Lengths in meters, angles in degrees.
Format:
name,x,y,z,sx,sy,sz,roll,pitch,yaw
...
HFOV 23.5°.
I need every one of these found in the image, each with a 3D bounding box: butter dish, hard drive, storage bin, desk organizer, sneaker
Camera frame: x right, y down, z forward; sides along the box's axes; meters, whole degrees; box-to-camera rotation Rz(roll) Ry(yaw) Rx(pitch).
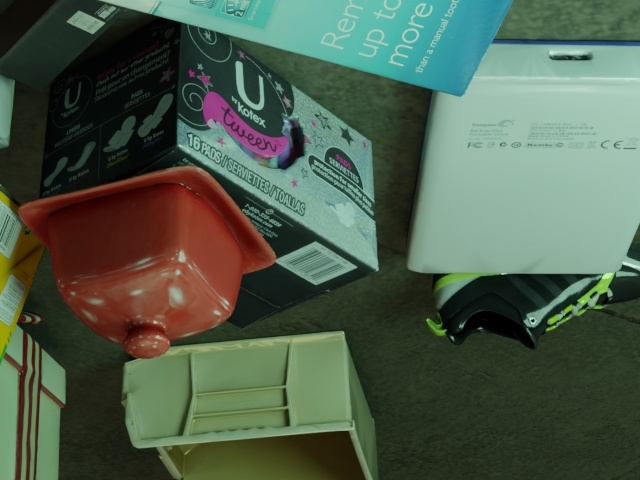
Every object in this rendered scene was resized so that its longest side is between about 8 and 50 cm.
name,x,y,z,sx,sy,sz,roll,pitch,yaw
butter dish,-0.130,0.033,1.165,0.160,0.118,0.160,-12,148,17
hard drive,0.193,-0.065,1.366,0.210,0.040,0.319,0,150,-2
storage bin,-0.073,0.224,1.775,0.260,0.123,0.262,-6,150,8
desk organizer,-0.197,-0.171,1.159,0.047,0.050,0.130,21,143,-33
sneaker,0.223,0.067,1.539,0.234,0.097,0.084,-4,150,5

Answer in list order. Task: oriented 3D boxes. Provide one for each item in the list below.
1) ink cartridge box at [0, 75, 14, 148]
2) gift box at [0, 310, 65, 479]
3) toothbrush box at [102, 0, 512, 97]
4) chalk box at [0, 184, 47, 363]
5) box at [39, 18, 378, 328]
name,x,y,z,sx,sy,sz,roll,pitch,yaw
ink cartridge box,-0.371,-0.119,1.200,0.219,0.092,0.160,-14,148,21
gift box,-0.410,0.204,1.596,0.255,0.258,0.276,-4,158,4
toothbrush box,-0.012,-0.235,0.911,0.295,0.126,0.216,14,122,-22
chalk box,-0.343,0.012,1.174,0.213,0.132,0.132,6,156,25
box,-0.086,-0.054,1.275,0.163,0.142,0.247,-24,143,32
